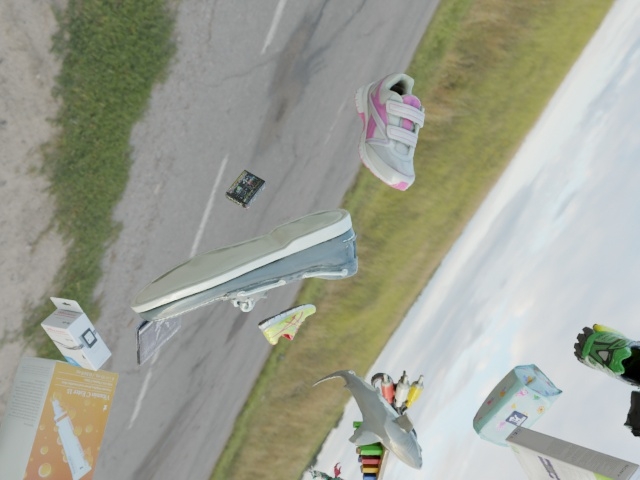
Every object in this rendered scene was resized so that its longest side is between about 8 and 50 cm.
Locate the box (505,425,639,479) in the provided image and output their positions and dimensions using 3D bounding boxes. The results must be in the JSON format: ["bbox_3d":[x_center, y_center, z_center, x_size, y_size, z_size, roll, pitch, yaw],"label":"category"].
[{"bbox_3d":[0.561,0.525,1.267,0.058,0.232,0.322,-37,-168,-20],"label":"box"}]

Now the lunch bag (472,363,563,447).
[{"bbox_3d":[0.587,0.499,1.843,0.223,0.160,0.262,-53,150,18],"label":"lunch bag"}]

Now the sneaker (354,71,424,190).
[{"bbox_3d":[0.135,-0.212,1.119,0.111,0.103,0.252,-36,-126,44],"label":"sneaker"}]

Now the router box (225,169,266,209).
[{"bbox_3d":[-0.264,-0.179,2.144,0.122,0.092,0.038,-54,166,-22],"label":"router box"}]

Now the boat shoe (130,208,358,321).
[{"bbox_3d":[-0.095,0.056,0.835,0.320,0.099,0.116,-22,-158,-8],"label":"boat shoe"}]

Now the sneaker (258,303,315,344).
[{"bbox_3d":[-0.097,0.267,1.937,0.209,0.094,0.081,-22,178,-31],"label":"sneaker"}]

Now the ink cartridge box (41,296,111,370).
[{"bbox_3d":[-0.597,0.226,1.465,0.060,0.104,0.180,-53,135,-41],"label":"ink cartridge box"}]

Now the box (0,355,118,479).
[{"bbox_3d":[-0.726,0.508,1.655,0.215,0.168,0.345,31,63,-52],"label":"box"}]

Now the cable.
[{"bbox_3d":[0.200,0.456,1.621,0.072,0.140,0.287,-69,160,-62],"label":"cable"}]

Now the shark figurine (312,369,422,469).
[{"bbox_3d":[0.086,0.347,1.213,0.116,0.278,0.166,-36,150,-16],"label":"shark figurine"}]

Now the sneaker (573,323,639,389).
[{"bbox_3d":[0.759,0.299,1.394,0.146,0.344,0.134,-133,-122,-70],"label":"sneaker"}]

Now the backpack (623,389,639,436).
[{"bbox_3d":[0.704,0.344,1.168,0.166,0.188,0.144,6,-109,57],"label":"backpack"}]

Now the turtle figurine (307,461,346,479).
[{"bbox_3d":[0.047,0.767,1.811,0.175,0.118,0.234,-107,175,-53],"label":"turtle figurine"}]

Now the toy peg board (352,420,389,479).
[{"bbox_3d":[0.136,0.624,1.806,0.161,0.079,0.160,-106,-156,-63],"label":"toy peg board"}]

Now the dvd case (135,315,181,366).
[{"bbox_3d":[-0.437,0.237,1.650,0.164,0.018,0.221,-46,167,-36],"label":"dvd case"}]
